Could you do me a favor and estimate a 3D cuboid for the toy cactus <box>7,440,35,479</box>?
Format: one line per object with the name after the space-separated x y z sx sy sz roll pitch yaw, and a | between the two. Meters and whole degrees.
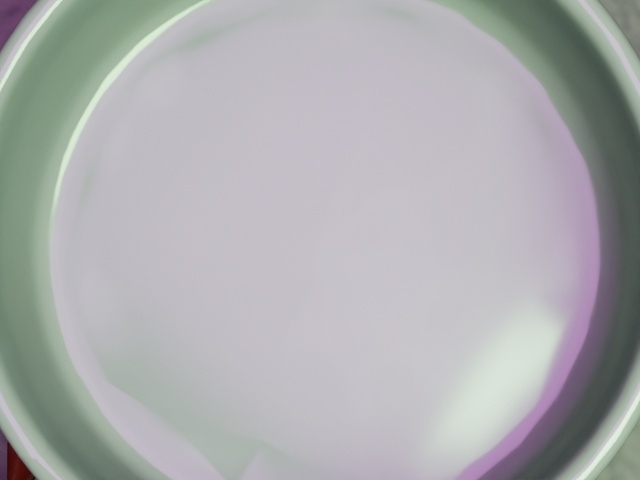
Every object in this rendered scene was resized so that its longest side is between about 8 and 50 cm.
-0.083 0.198 0.700 0.219 0.112 0.180 36 98 3 | toy cactus

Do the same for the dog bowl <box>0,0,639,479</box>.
0.000 0.000 0.622 0.265 0.104 0.264 0 86 3 | dog bowl

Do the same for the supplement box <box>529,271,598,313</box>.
0.078 -0.034 0.736 0.220 0.114 0.111 26 80 5 | supplement box
